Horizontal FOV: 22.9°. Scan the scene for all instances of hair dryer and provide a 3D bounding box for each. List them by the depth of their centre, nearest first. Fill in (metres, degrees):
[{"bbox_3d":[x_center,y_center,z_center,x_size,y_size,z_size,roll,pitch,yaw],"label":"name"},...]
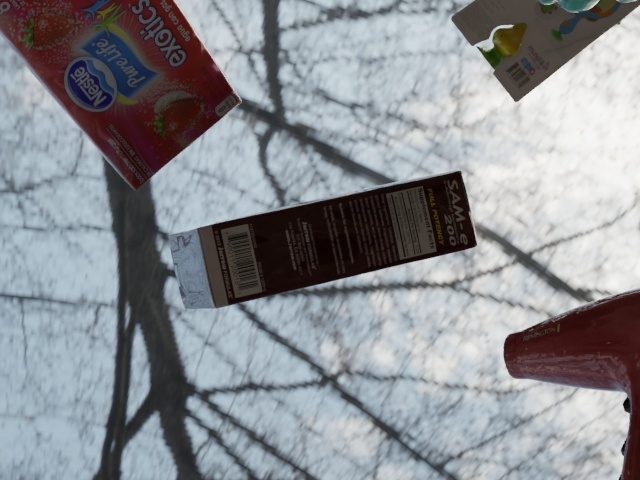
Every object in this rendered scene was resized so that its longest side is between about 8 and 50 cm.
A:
[{"bbox_3d":[0.230,0.119,1.110,0.223,0.080,0.293,-41,-144,-9],"label":"hair dryer"}]

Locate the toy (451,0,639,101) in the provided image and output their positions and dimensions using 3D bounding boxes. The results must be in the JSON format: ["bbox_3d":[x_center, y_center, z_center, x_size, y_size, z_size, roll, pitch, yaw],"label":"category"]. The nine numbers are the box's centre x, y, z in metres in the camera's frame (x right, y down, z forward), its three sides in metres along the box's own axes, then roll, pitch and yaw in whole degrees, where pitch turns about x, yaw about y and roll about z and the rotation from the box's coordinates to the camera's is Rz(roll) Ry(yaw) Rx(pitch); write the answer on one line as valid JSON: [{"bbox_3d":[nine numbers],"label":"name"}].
[{"bbox_3d":[0.264,-0.247,1.601,0.237,0.056,0.137,-36,-125,6],"label":"toy"}]

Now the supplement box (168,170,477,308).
[{"bbox_3d":[0.000,0.000,1.378,0.239,0.130,0.073,-12,-89,-17],"label":"supplement box"}]

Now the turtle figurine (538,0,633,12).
[{"bbox_3d":[0.147,-0.033,0.329,0.175,0.118,0.234,-9,-140,-20],"label":"turtle figurine"}]

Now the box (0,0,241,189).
[{"bbox_3d":[-0.184,-0.175,1.253,0.122,0.257,0.128,-39,-126,-4],"label":"box"}]
